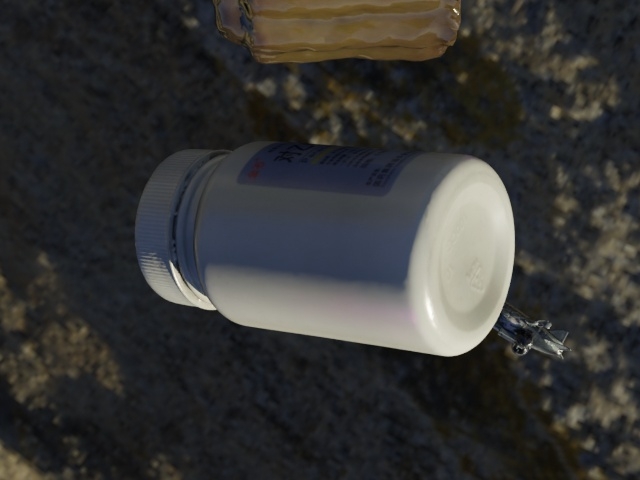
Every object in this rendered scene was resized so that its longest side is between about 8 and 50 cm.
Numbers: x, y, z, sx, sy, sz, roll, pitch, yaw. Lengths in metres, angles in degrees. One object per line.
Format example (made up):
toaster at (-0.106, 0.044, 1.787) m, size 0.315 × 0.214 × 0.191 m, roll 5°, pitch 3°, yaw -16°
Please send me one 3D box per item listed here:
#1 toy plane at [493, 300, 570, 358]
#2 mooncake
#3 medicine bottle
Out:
toy plane at (0.139, 0.062, 1.050) m, size 0.083 × 0.031 × 0.078 m, roll 25°, pitch 165°, yaw 7°
mooncake at (-0.001, -0.289, 1.108) m, size 0.187 × 0.324 × 0.324 m, roll -3°, pitch 132°, yaw -4°
medicine bottle at (0.000, 0.000, 0.777) m, size 0.187 × 0.103 × 0.102 m, roll 6°, pitch 131°, yaw 34°
